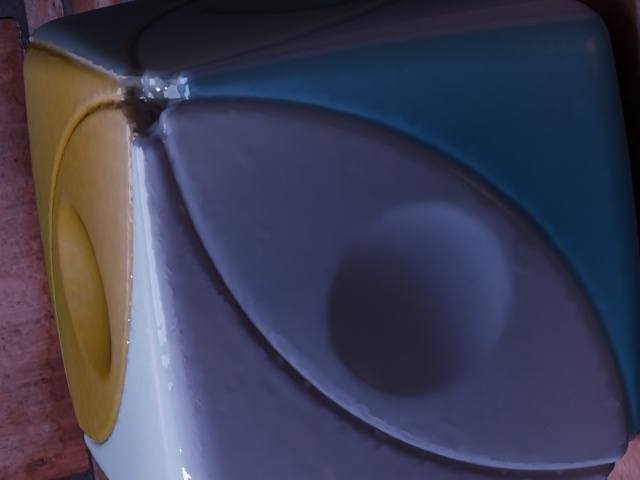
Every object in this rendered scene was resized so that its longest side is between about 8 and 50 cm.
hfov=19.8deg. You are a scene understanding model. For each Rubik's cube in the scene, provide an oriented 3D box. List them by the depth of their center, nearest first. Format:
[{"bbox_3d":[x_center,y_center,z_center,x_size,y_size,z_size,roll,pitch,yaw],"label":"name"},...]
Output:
[{"bbox_3d":[0.000,0.000,1.293,0.347,0.351,0.352,-150,53,-66],"label":"Rubik's cube"}]
